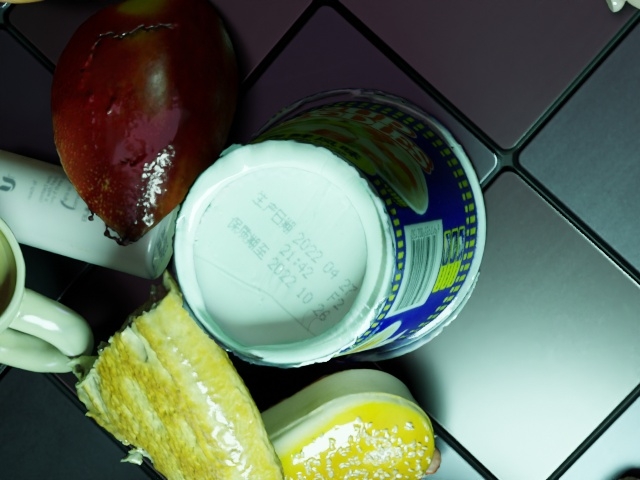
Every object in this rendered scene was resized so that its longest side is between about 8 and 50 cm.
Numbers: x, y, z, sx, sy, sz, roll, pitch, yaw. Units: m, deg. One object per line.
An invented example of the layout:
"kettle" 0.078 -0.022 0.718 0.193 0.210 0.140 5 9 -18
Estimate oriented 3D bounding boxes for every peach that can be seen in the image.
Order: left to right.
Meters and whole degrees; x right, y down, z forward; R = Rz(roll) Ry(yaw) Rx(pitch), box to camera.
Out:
"peach" -0.181 -0.135 1.544 0.189 0.068 0.279 2 74 6

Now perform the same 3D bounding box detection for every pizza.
"pizza" -0.155 0.139 1.482 0.287 0.075 0.280 13 130 49

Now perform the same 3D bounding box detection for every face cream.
"face cream" -0.304 -0.040 1.611 0.311 0.092 0.092 14 98 11

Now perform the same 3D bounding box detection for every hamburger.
"hamburger" 0.015 0.219 1.534 0.210 0.173 0.116 -30 51 12

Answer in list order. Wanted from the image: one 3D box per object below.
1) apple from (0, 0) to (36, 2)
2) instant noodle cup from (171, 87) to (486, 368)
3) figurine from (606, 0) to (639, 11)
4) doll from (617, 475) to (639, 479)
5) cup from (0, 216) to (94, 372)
"apple" -0.303 -0.350 1.506 0.242 0.241 0.242 1 95 10
"instant noodle cup" 0.000 0.000 1.435 0.284 0.312 0.284 1 95 13
"figurine" 0.322 -0.274 1.445 0.138 0.125 0.125 -27 89 3
"doll" 0.320 0.322 1.480 0.303 0.156 0.201 -43 79 8
"cup" -0.366 0.053 1.584 0.255 0.202 0.173 -1 73 -26
